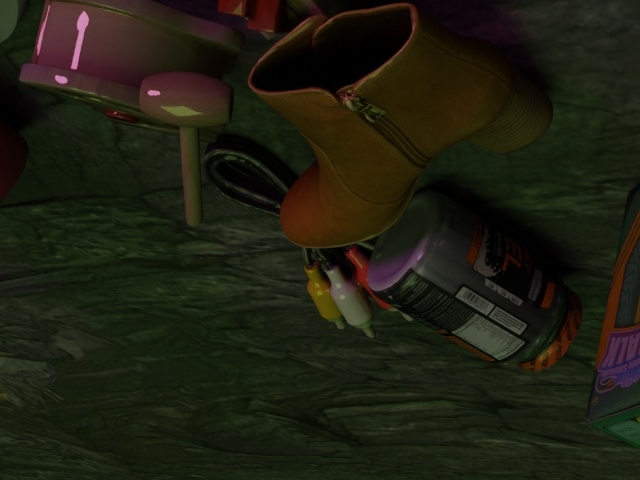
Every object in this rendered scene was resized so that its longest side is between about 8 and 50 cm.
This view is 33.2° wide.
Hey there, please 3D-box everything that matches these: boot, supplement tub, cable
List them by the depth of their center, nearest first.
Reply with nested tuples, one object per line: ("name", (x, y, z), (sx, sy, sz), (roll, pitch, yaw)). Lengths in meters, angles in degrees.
("boot", (0.014, -0.089, 0.847), (0.295, 0.104, 0.211), (-24, 151, 37))
("supplement tub", (0.150, 0.044, 1.030), (0.190, 0.117, 0.117), (30, 149, -20))
("cable", (0.000, 0.000, 1.092), (0.139, 0.072, 0.287), (-13, 138, 36))

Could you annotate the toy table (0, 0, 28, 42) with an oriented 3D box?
("toy table", (-0.358, -0.211, 0.859), (0.252, 0.160, 0.274), (4, 149, 26))

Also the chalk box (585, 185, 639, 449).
("chalk box", (0.330, 0.083, 0.808), (0.179, 0.289, 0.180), (26, 150, -12))

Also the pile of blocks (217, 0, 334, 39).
("pile of blocks", (-0.100, -0.248, 0.686), (0.149, 0.112, 0.362), (5, 148, 25))

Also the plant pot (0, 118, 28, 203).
("plant pot", (-0.469, -0.093, 1.055), (0.275, 0.275, 0.243), (-11, 129, 42))

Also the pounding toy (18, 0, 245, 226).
("pounding toy", (-0.150, -0.102, 0.826), (0.154, 0.154, 0.269), (13, 180, -8))
